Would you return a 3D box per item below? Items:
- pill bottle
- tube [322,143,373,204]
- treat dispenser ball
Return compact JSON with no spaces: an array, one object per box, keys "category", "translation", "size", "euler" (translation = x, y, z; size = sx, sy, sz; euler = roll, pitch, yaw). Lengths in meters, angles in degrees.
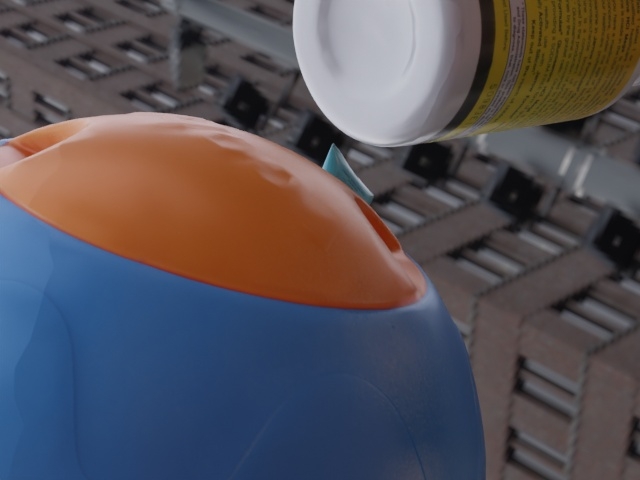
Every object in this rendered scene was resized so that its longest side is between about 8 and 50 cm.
[{"category":"pill bottle","translation":[0.156,-0.185,1.300],"size":[0.334,0.188,0.188],"euler":[-11,-61,-41]},{"category":"tube","translation":[0.000,0.000,1.611],"size":[0.080,0.052,0.207],"euler":[54,-134,-34]},{"category":"treat dispenser ball","translation":[-0.077,0.092,0.643],"size":[0.288,0.288,0.288],"euler":[-26,-51,-37]}]
